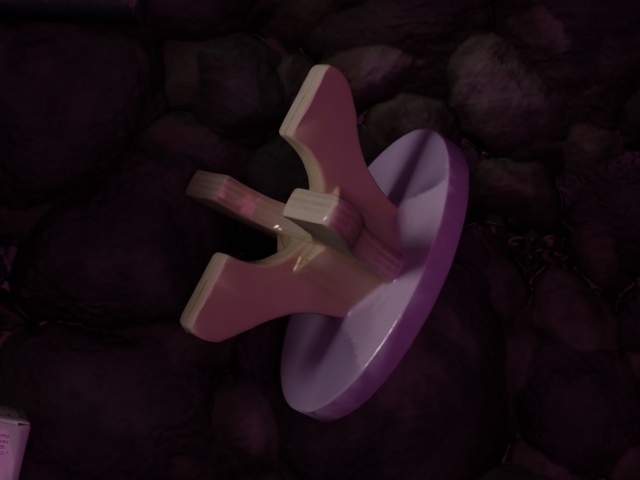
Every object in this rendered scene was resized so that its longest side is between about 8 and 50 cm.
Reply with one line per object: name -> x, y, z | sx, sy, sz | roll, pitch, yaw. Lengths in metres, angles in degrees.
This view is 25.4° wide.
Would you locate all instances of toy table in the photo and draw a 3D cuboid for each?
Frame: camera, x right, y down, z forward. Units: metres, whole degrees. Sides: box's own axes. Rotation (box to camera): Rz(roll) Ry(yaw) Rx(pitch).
toy table -> 0.000, 0.000, 1.222 | 0.161, 0.252, 0.274 | 31, 70, -30

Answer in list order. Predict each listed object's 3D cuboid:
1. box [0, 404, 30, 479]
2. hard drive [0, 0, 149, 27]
box -> -0.392, 0.228, 1.153 | 0.262, 0.127, 0.231 | 12, 86, -16
hard drive -> -0.221, -0.315, 1.223 | 0.172, 0.054, 0.255 | 0, 99, -16
